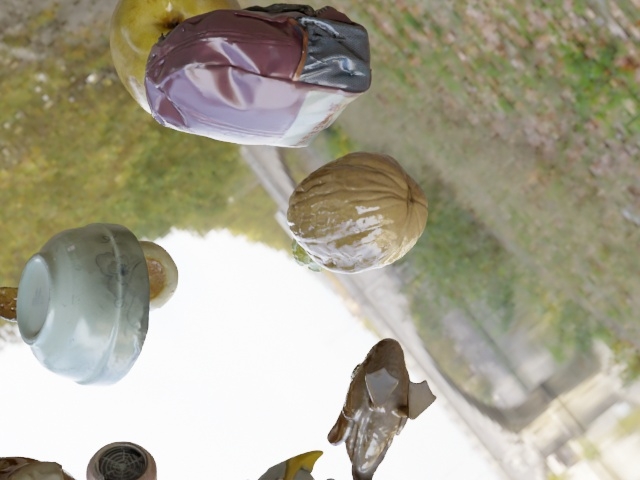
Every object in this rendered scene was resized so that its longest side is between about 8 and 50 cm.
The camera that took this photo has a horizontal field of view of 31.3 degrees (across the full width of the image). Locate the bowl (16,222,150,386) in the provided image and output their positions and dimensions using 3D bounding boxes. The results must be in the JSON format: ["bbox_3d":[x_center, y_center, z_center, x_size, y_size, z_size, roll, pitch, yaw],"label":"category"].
[{"bbox_3d":[-0.454,0.115,2.105,0.163,0.307,0.307,7,-148,-35],"label":"bowl"}]

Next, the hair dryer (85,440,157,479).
[{"bbox_3d":[-0.200,0.444,1.650,0.344,0.106,0.189,31,137,25],"label":"hair dryer"}]

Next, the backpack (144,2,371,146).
[{"bbox_3d":[-0.112,-0.254,1.756,0.283,0.317,0.197,135,134,-57],"label":"backpack"}]

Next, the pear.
[{"bbox_3d":[-0.286,-0.393,2.326,0.314,0.314,0.314,50,-177,-4],"label":"pear"}]

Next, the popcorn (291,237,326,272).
[{"bbox_3d":[0.000,0.000,2.453,0.162,0.141,0.135,48,-176,-9],"label":"popcorn"}]

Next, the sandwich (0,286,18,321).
[{"bbox_3d":[-0.566,0.166,2.509,0.226,0.087,0.251,17,174,12],"label":"sandwich"}]

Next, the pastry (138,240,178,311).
[{"bbox_3d":[-0.370,0.076,2.352,0.156,0.156,0.092,50,172,-18],"label":"pastry"}]

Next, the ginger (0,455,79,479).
[{"bbox_3d":[-0.281,0.414,1.330,0.176,0.254,0.418,0,-127,-48],"label":"ginger"}]

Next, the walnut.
[{"bbox_3d":[0.062,-0.049,2.036,0.225,0.260,0.225,13,-107,-49],"label":"walnut"}]

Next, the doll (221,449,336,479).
[{"bbox_3d":[-0.104,0.520,2.292,0.146,0.316,0.103,68,152,27],"label":"doll"}]

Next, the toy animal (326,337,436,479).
[{"bbox_3d":[0.057,0.207,1.366,0.089,0.188,0.179,21,166,-14],"label":"toy animal"}]
